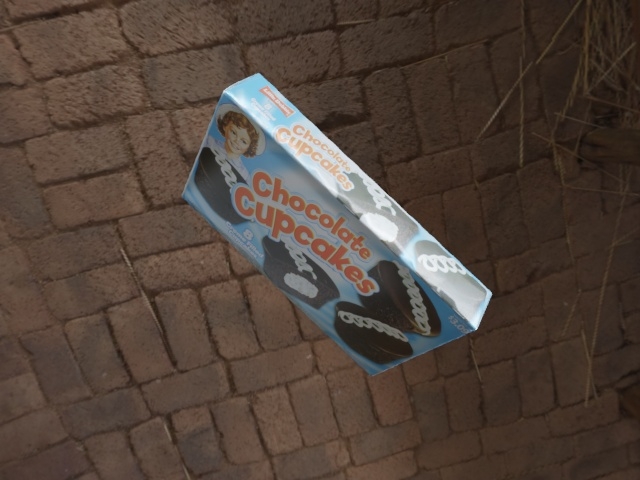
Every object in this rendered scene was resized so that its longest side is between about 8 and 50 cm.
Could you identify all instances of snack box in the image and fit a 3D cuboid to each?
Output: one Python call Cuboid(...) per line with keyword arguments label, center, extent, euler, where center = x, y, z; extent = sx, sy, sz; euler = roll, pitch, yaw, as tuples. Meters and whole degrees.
Cuboid(label="snack box", center=(0.000, 0.000, 0.506), extent=(0.322, 0.060, 0.187), euler=(43, 140, 0))
